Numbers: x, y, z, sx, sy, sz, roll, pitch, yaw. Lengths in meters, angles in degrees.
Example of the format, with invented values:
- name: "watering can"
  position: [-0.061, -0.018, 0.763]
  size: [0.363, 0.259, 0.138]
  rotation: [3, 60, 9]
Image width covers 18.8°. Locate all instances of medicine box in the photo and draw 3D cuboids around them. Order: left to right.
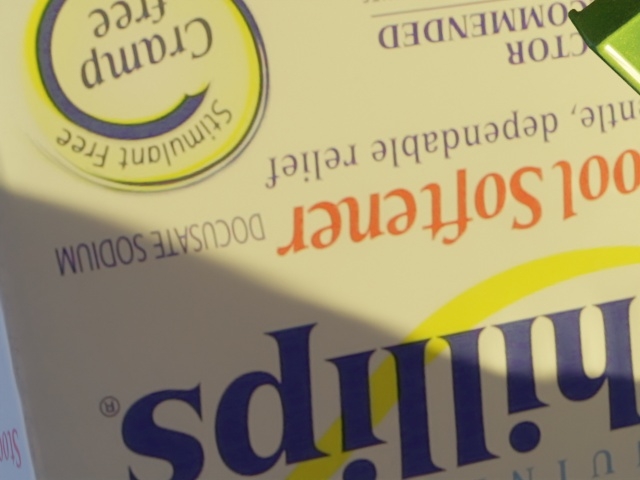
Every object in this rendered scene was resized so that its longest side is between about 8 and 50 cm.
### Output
- name: "medicine box"
  position: [0.000, 0.000, 0.660]
  size: [0.263, 0.149, 0.289]
  rotation: [-11, -96, -22]

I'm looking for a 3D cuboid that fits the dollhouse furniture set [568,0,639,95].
- name: "dollhouse furniture set"
  position: [0.084, -0.110, 0.560]
  size: [0.076, 0.058, 0.151]
  rotation: [34, -155, -44]
